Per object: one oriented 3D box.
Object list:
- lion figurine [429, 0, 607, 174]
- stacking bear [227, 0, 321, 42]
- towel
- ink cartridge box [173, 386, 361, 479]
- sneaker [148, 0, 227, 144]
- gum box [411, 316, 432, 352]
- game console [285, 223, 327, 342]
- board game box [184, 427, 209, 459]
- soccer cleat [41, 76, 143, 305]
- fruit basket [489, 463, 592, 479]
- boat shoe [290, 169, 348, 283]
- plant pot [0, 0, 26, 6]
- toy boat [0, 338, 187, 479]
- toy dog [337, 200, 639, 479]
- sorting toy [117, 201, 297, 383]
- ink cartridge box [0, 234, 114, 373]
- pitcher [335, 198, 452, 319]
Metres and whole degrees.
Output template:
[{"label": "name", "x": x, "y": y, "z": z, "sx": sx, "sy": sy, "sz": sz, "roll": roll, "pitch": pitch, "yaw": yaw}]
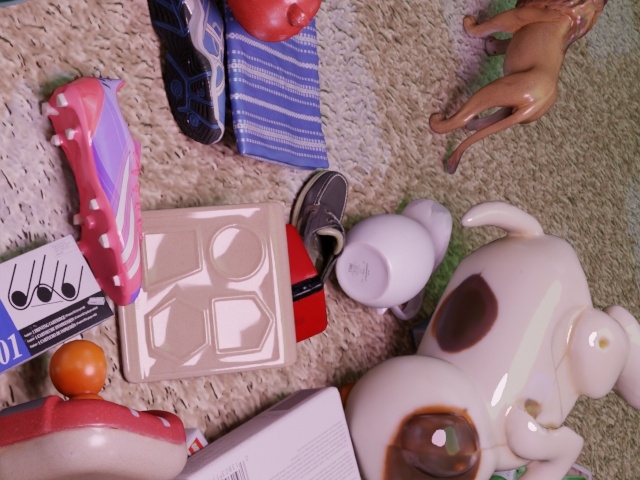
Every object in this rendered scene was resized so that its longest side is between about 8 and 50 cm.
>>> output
[{"label": "lion figurine", "x": 0.331, "y": -0.285, "z": 1.819, "sx": 0.142, "sy": 0.240, "sz": 0.392, "roll": 37, "pitch": 58, "yaw": -41}, {"label": "stacking bear", "x": -0.112, "y": -0.347, "z": 1.281, "sx": 0.289, "sy": 0.175, "sz": 0.164, "roll": 46, "pitch": 80, "yaw": -7}, {"label": "towel", "x": -0.054, "y": -0.263, "z": 1.458, "sx": 0.243, "sy": 0.040, "sz": 0.336, "roll": 5, "pitch": 80, "yaw": -66}, {"label": "ink cartridge box", "x": -0.047, "y": 0.339, "z": 1.316, "sx": 0.296, "sy": 0.066, "sz": 0.261, "roll": -23, "pitch": 99, "yaw": -54}, {"label": "sneaker", "x": -0.139, "y": -0.220, "z": 1.364, "sx": 0.081, "sy": 0.080, "sz": 0.211, "roll": -13, "pitch": 95, "yaw": -48}, {"label": "gum box", "x": 0.219, "y": 0.180, "z": 1.768, "sx": 0.184, "sy": 0.041, "sz": 0.157, "roll": -24, "pitch": 104, "yaw": -49}, {"label": "game console", "x": -0.075, "y": 0.069, "z": 1.396, "sx": 0.144, "sy": 0.085, "sz": 0.124, "roll": -21, "pitch": 134, "yaw": -16}, {"label": "board game box", "x": -0.130, "y": 0.389, "z": 1.296, "sx": 0.305, "sy": 0.053, "sz": 0.193, "roll": 61, "pitch": 41, "yaw": -24}, {"label": "soccer cleat", "x": -0.222, "y": -0.055, "z": 1.234, "sx": 0.095, "sy": 0.083, "sz": 0.248, "roll": -19, "pitch": 94, "yaw": -37}, {"label": "fruit basket", "x": 0.301, "y": 0.448, "z": 1.729, "sx": 0.353, "sy": 0.165, "sz": 0.327, "roll": 37, "pitch": 57, "yaw": -40}, {"label": "boat shoe", "x": -0.001, "y": 0.000, "z": 1.502, "sx": 0.080, "sy": 0.073, "sz": 0.224, "roll": 51, "pitch": 50, "yaw": -35}, {"label": "plant pot", "x": -0.279, "y": -0.393, "z": 1.076, "sx": 0.293, "sy": 0.293, "sz": 0.235, "roll": 67, "pitch": 28, "yaw": -19}, {"label": "toy boat", "x": -0.230, "y": 0.171, "z": 1.128, "sx": 0.231, "sy": 0.151, "sz": 0.151, "roll": 39, "pitch": 38, "yaw": -63}, {"label": "toy dog", "x": 0.213, "y": 0.191, "z": 1.506, "sx": 0.408, "sy": 0.284, "sz": 0.395, "roll": -37, "pitch": 127, "yaw": -29}, {"label": "sorting toy", "x": -0.132, "y": 0.058, "z": 1.316, "sx": 0.208, "sy": 0.038, "sz": 0.193, "roll": -4, "pitch": 88, "yaw": -21}, {"label": "ink cartridge box", "x": -0.307, "y": 0.075, "z": 1.122, "sx": 0.207, "sy": 0.046, "sz": 0.097, "roll": -29, "pitch": 90, "yaw": -49}, {"label": "pitcher", "x": 0.103, "y": 0.044, "z": 1.600, "sx": 0.207, "sy": 0.125, "sz": 0.178, "roll": -25, "pitch": 121, "yaw": -59}]
